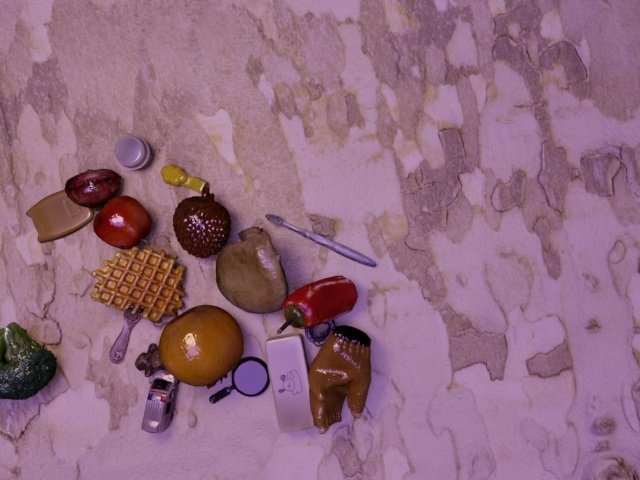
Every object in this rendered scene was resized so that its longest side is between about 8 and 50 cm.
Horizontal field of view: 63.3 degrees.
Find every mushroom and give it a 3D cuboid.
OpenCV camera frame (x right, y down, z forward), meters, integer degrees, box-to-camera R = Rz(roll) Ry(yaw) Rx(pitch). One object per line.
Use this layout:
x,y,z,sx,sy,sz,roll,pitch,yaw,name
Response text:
-0.225,0.095,1.673,0.212,0.217,0.291,-5,83,-17,mushroom

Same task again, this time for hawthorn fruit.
-0.646,-0.050,1.739,0.200,0.179,0.179,37,91,-13,hawthorn fruit

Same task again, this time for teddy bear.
-0.559,0.402,1.756,0.161,0.078,0.119,-22,53,36,teddy bear

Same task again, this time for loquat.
-0.382,0.347,1.669,0.275,0.275,0.274,0,88,3,loquat

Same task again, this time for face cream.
-0.636,-0.296,1.774,0.117,0.104,0.117,0,87,3,face cream

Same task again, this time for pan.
-0.280,0.492,1.770,0.235,0.028,0.136,-32,87,2,pan

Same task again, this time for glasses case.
-0.098,0.474,1.740,0.131,0.070,0.312,-11,88,3,glasses case

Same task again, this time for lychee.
-0.391,-0.059,1.713,0.200,0.200,0.238,9,96,3,lychee

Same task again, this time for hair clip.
-0.475,-0.209,1.792,0.173,0.046,0.072,25,86,5,hair clip

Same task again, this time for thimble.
-0.002,0.298,1.743,0.095,0.066,0.104,34,88,3,thimble

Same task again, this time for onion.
-0.763,-0.168,1.760,0.184,0.183,0.146,-8,125,3,onion

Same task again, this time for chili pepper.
-0.045,0.214,1.637,0.339,0.134,0.131,-21,56,-36,chili pepper

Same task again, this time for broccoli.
-1.012,0.407,1.707,0.295,0.265,0.245,-35,72,25,broccoli

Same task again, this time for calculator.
-0.910,-0.094,1.819,0.237,0.033,0.157,-26,86,0,calculator

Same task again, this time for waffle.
-0.590,0.158,1.718,0.310,0.065,0.283,-21,105,-20,waffle

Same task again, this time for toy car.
-0.539,0.535,1.744,0.090,0.108,0.209,11,88,5,toy car

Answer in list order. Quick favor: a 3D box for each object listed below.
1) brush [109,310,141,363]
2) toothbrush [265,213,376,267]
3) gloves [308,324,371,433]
-0.662,0.280,1.782,0.072,0.067,0.312,23,92,3,brush
0.000,0.000,1.766,0.414,0.042,0.035,24,90,1,toothbrush
0.059,0.454,1.686,0.203,0.155,0.355,17,87,-16,gloves
